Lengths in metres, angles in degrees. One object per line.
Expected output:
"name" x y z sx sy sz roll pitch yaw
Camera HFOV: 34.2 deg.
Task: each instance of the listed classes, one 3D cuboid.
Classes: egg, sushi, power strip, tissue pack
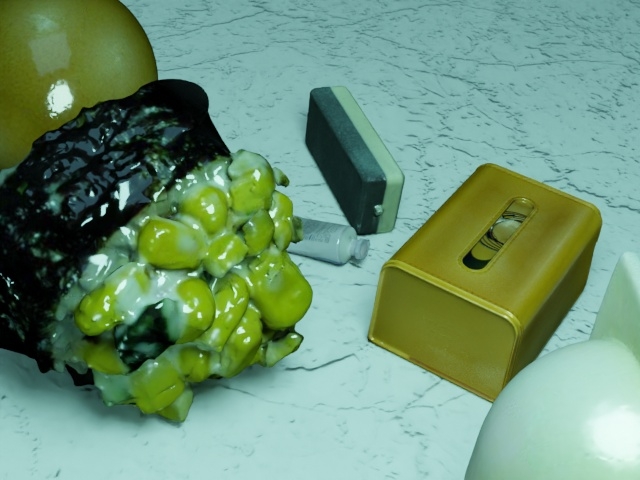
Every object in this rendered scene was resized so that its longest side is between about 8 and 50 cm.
"egg" -0.367 -0.210 1.438 0.282 0.283 0.351 3 45 -4
"sushi" -0.189 0.044 1.126 0.328 0.328 0.285 -26 59 -36
"power strip" 0.048 -0.117 1.519 0.070 0.105 0.257 -8 42 -17
"tissue pack" 0.215 0.044 1.316 0.194 0.145 0.274 26 44 20

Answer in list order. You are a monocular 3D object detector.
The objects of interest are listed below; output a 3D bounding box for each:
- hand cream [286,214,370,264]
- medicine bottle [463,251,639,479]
"hand cream" 0.000 0.000 1.423 0.142 0.053 0.084 11 36 30
"medicine bottle" 0.236 0.231 0.873 0.235 0.406 0.236 4 38 -3
